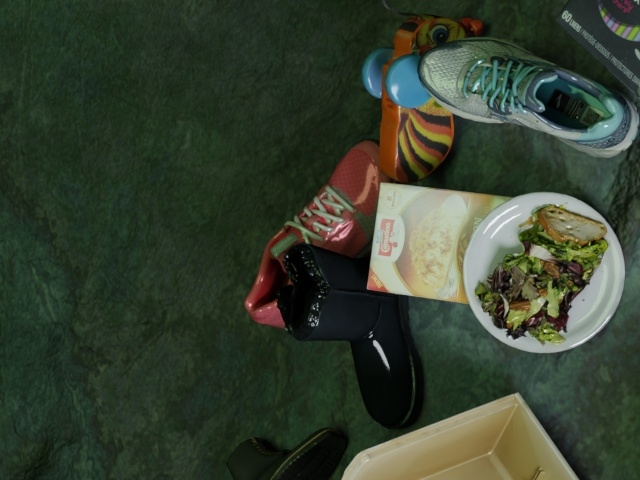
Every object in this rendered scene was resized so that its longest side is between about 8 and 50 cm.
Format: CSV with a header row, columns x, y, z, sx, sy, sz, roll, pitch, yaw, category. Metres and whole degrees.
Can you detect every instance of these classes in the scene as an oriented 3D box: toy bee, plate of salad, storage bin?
x,y,z,sx,sy,sz,roll,pitch,yaw,category
0.145,-0.230,2.064,0.195,0.162,0.298,-125,27,-47,toy bee
0.273,0.039,1.931,0.199,0.048,0.200,0,90,11,plate of salad
0.187,0.353,1.877,0.262,0.260,0.123,57,147,29,storage bin

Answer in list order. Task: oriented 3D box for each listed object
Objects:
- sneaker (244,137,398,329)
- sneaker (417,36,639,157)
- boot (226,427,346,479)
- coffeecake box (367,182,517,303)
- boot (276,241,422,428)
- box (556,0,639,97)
x,y,z,sx,sy,sz,roll,pitch,yaw,category
0.000,0.001,2.169,0.116,0.136,0.314,42,113,35,sneaker
0.249,-0.189,1.908,0.283,0.122,0.110,18,90,15,sneaker
-0.060,0.306,2.247,0.198,0.077,0.137,-45,41,15,boot
0.164,0.006,2.025,0.185,0.068,0.142,7,91,20,coffeecake box
0.033,0.129,2.080,0.094,0.207,0.247,-11,79,41,boot
0.431,-0.305,1.804,0.165,0.143,0.270,49,117,33,box
